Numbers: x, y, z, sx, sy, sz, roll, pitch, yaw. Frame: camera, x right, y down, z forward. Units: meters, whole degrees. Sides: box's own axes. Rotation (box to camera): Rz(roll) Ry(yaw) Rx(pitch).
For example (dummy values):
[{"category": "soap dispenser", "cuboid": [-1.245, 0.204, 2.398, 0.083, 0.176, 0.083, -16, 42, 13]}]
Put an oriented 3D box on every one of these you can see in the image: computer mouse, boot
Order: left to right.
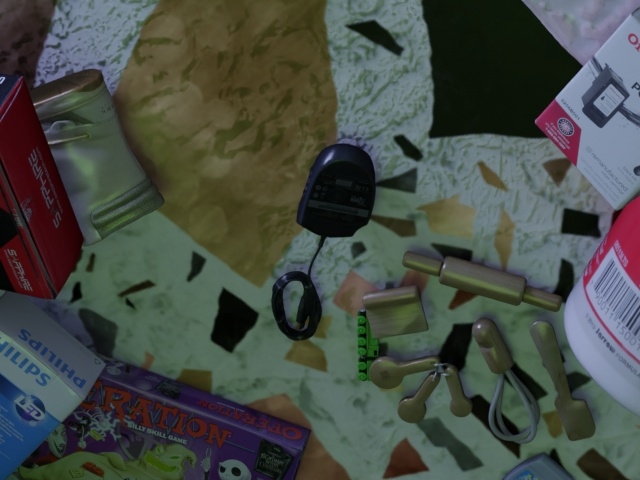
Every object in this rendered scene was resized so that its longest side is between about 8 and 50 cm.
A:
[{"category": "boot", "cuboid": [-0.278, -0.066, 1.998, 0.213, 0.077, 0.165, -18, 112, 22]}, {"category": "computer mouse", "cuboid": [0.000, 0.000, 1.984, 0.071, 0.041, 0.242, 13, 125, -11]}]

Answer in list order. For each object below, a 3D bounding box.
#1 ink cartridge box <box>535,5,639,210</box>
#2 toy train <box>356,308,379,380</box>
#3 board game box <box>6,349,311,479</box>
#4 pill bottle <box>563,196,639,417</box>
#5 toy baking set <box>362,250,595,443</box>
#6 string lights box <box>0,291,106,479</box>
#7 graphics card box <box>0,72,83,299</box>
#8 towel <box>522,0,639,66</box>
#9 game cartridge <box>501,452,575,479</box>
[{"category": "ink cartridge box", "cuboid": [0.269, -0.116, 1.666, 0.109, 0.063, 0.150, 48, 135, 10]}, {"category": "toy train", "cuboid": [0.049, 0.107, 2.031, 0.023, 0.017, 0.083, 1, 116, 3]}, {"category": "board game box", "cuboid": [-0.201, 0.236, 2.145, 0.346, 0.056, 0.208, 19, 115, 5]}, {"category": "pill bottle", "cuboid": [0.404, -0.031, 1.748, 0.229, 0.229, 0.408, 29, 119, -1]}, {"category": "toy baking set", "cuboid": [0.163, 0.111, 1.998, 0.256, 0.030, 0.197, 13, 121, 7]}, {"category": "string lights box", "cuboid": [-0.359, 0.183, 2.091, 0.133, 0.077, 0.259, 41, 119, -8]}, {"category": "graphics card box", "cuboid": [-0.431, -0.075, 1.936, 0.371, 0.094, 0.233, 9, 141, 21]}, {"category": "towel", "cuboid": [0.248, -0.321, 1.609, 0.317, 0.053, 0.332, 43, 130, -14]}, {"category": "game cartridge", "cuboid": [0.218, 0.259, 2.063, 0.056, 0.017, 0.083, 42, 118, -4]}]
